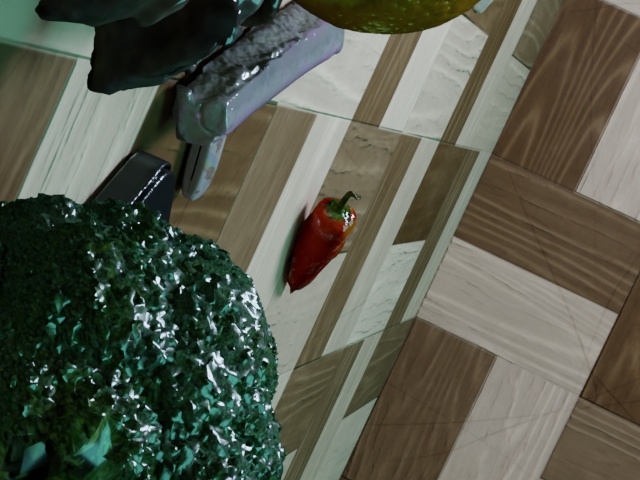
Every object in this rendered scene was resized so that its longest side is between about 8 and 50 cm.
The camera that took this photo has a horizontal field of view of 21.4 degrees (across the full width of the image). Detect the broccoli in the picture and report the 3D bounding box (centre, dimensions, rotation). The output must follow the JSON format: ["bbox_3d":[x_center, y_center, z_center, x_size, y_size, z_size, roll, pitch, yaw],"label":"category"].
[{"bbox_3d":[-0.152,0.088,0.884,0.270,0.270,0.270,-32,173,9],"label":"broccoli"}]

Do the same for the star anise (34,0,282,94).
[{"bbox_3d":[-0.043,-0.222,0.891,0.332,0.117,0.332,21,90,-82],"label":"star anise"}]

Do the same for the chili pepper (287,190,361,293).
[{"bbox_3d":[0.000,-0.001,1.810,0.059,0.050,0.191,-59,-179,-43],"label":"chili pepper"}]

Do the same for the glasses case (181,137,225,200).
[{"bbox_3d":[-0.088,-0.068,1.294,0.032,0.021,0.083,-45,158,-56],"label":"glasses case"}]

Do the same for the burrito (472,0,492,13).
[{"bbox_3d":[0.238,-0.410,1.930,0.392,0.076,0.117,-60,170,-24],"label":"burrito"}]

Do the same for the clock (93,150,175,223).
[{"bbox_3d":[-0.182,0.109,1.180,0.273,0.049,0.279,-56,167,-41],"label":"clock"}]

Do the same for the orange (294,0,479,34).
[{"bbox_3d":[0.072,-0.254,1.222,0.158,0.179,0.237,24,88,-38],"label":"orange"}]

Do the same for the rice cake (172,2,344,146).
[{"bbox_3d":[-0.042,-0.132,1.290,0.270,0.049,0.055,-45,159,-61],"label":"rice cake"}]
